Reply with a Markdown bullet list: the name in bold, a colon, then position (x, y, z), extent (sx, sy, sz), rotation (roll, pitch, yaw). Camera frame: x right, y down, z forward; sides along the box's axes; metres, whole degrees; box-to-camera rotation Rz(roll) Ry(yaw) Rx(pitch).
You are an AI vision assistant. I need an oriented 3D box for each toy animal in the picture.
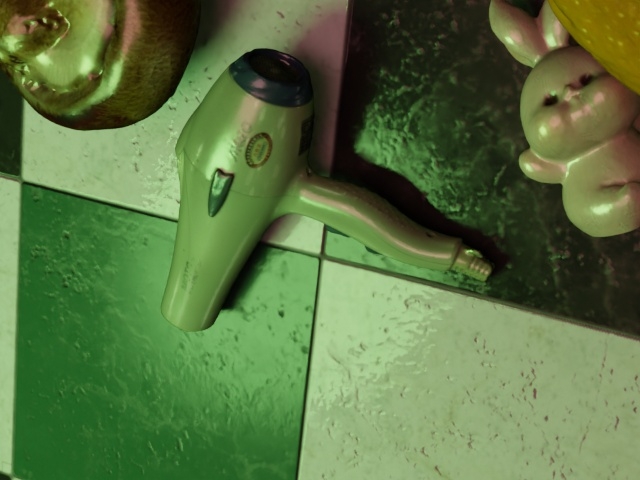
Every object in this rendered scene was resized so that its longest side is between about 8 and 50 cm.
- **toy animal**: position (0.202, -0.110, 1.042), extent (0.124, 0.124, 0.212), rotation (-28, 94, 30)

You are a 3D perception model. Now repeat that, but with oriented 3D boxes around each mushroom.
- **mushroom**: position (-0.219, -0.224, 1.194), extent (0.253, 0.153, 0.253), rotation (9, 110, 26)

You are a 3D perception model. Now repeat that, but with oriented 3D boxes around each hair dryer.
- **hair dryer**: position (-0.036, 0.007, 1.215), extent (0.298, 0.119, 0.296), rotation (44, 125, -5)

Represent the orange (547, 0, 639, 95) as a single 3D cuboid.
- **orange**: position (0.291, -0.215, 0.739), extent (0.293, 0.340, 0.340), rotation (37, 117, 12)
